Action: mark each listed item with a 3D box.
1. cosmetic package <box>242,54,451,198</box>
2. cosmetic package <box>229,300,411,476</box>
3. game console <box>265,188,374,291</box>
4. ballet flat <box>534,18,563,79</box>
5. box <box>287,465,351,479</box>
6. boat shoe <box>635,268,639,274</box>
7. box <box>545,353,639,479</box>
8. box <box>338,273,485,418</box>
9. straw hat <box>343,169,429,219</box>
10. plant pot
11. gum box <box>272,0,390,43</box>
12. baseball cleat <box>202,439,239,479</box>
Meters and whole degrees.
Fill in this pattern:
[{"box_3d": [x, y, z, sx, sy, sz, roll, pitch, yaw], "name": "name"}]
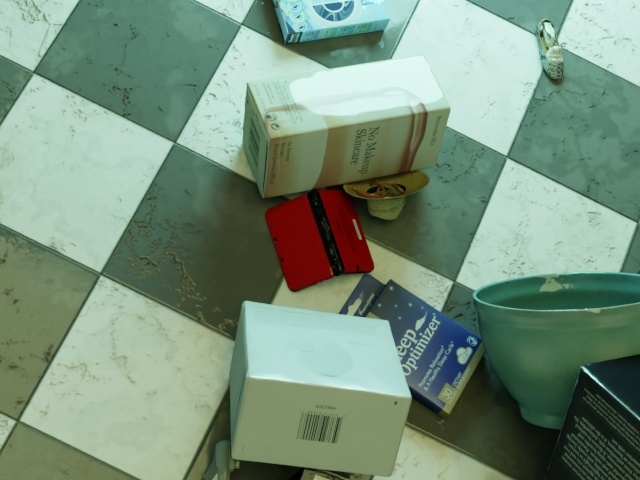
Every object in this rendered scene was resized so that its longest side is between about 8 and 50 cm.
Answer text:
[{"box_3d": [0.037, -0.179, 1.837, 0.296, 0.153, 0.129, -12, 55, -15], "name": "cosmetic package"}, {"box_3d": [-0.008, 0.205, 1.648, 0.224, 0.138, 0.224, 9, 24, -8], "name": "cosmetic package"}, {"box_3d": [0.000, 0.000, 1.851, 0.124, 0.085, 0.144, -2, 68, -46], "name": "game console"}, {"box_3d": [0.402, -0.339, 2.049, 0.041, 0.041, 0.114, -8, 72, -15], "name": "ballet flat"}, {"box_3d": [-0.026, 0.416, 1.618, 0.077, 0.147, 0.180, 20, 68, -4], "name": "box"}, {"box_3d": [0.564, 0.058, 1.872, 0.113, 0.127, 0.340, 19, 57, 10], "name": "boat shoe"}, {"box_3d": [0.486, 0.320, 1.631, 0.296, 0.294, 0.183, -6, 33, -29], "name": "box"}, {"box_3d": [0.133, 0.156, 1.810, 0.225, 0.036, 0.136, 33, 67, 3], "name": "box"}, {"box_3d": [0.105, -0.066, 1.869, 0.144, 0.144, 0.061, -12, 114, -16], "name": "straw hat"}, {"box_3d": [0.381, 0.168, 1.747, 0.293, 0.293, 0.196, -7, 97, -14], "name": "plant pot"}, {"box_3d": [0.009, -0.423, 1.995, 0.184, 0.041, 0.157, -11, 73, -15], "name": "gum box"}, {"box_3d": [-0.175, 0.377, 1.643, 0.109, 0.072, 0.206, 6, 65, -3], "name": "baseball cleat"}]
